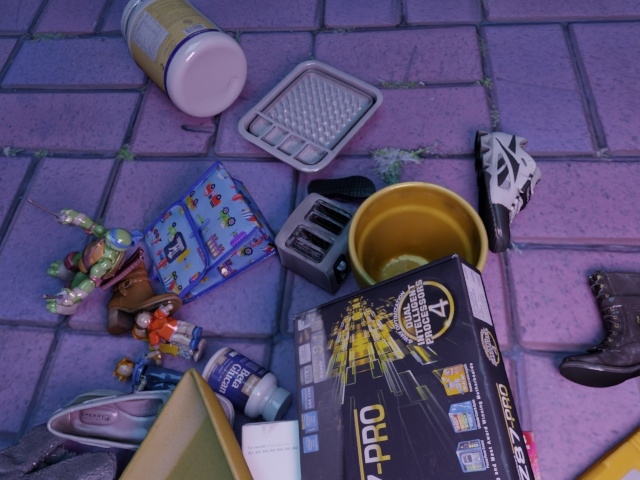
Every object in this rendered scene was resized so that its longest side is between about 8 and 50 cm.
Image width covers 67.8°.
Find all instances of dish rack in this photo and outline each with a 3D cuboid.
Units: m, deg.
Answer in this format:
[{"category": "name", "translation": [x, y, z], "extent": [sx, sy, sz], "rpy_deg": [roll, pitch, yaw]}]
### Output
[{"category": "dish rack", "translation": [-0.023, -0.325, 1.280], "extent": [0.285, 0.072, 0.333], "rpy_deg": [32, 69, 21]}]

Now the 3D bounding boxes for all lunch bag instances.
[{"category": "lunch bag", "translation": [-0.277, 0.001, 1.115], "extent": [0.293, 0.138, 0.221], "rpy_deg": [-36, 64, 4]}]

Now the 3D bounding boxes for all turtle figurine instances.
[{"category": "turtle figurine", "translation": [-0.544, 0.043, 1.011], "extent": [0.198, 0.266, 0.274], "rpy_deg": [54, 36, 3]}]

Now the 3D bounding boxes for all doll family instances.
[{"category": "doll family", "translation": [-0.341, 0.256, 0.988], "extent": [0.163, 0.118, 0.263], "rpy_deg": [16, 85, 7]}]

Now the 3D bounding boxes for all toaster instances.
[{"category": "toaster", "translation": [0.000, 0.000, 1.079], "extent": [0.185, 0.110, 0.168], "rpy_deg": [29, 67, 20]}]

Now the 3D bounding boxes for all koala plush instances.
[{"category": "koala plush", "translation": [-0.507, 0.483, 0.836], "extent": [0.196, 0.203, 0.221], "rpy_deg": [20, 103, 18]}]

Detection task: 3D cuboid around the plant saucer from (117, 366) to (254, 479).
[{"category": "plant saucer", "translation": [-0.199, 0.429, 0.727], "extent": [0.333, 0.081, 0.333], "rpy_deg": [-57, 42, 12]}]

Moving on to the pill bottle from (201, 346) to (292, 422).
[{"category": "pill bottle", "translation": [-0.144, 0.290, 0.944], "extent": [0.169, 0.094, 0.094], "rpy_deg": [26, 67, 18]}]

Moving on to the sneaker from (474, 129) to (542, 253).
[{"category": "sneaker", "translation": [0.439, -0.123, 1.093], "extent": [0.146, 0.122, 0.331], "rpy_deg": [3, 62, 9]}]

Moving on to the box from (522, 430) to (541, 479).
[{"category": "box", "translation": [0.249, 0.378, 0.764], "extent": [0.128, 0.257, 0.123], "rpy_deg": [0, 63, 6]}]

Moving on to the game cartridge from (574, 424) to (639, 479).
[{"category": "game cartridge", "translation": [0.549, 0.509, 0.780], "extent": [0.323, 0.053, 0.285], "rpy_deg": [-33, 63, -11]}]

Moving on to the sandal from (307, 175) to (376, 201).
[{"category": "sandal", "translation": [0.055, -0.125, 1.187], "extent": [0.179, 0.040, 0.067], "rpy_deg": [3, 55, 24]}]

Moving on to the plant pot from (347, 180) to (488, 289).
[{"category": "plant pot", "translation": [0.183, 0.050, 0.959], "extent": [0.254, 0.239, 0.254], "rpy_deg": [-2, 62, 4]}]

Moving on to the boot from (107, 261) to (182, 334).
[{"category": "boot", "translation": [-0.396, 0.110, 1.062], "extent": [0.197, 0.073, 0.152], "rpy_deg": [-20, 53, 13]}]

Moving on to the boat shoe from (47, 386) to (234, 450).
[{"category": "boat shoe", "translation": [-0.320, 0.330, 0.868], "extent": [0.320, 0.103, 0.118], "rpy_deg": [4, 86, 4]}]

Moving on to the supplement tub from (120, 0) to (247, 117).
[{"category": "supplement tub", "translation": [-0.387, -0.529, 1.331], "extent": [0.241, 0.241, 0.331], "rpy_deg": [-37, 64, -14]}]

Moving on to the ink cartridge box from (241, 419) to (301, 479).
[{"category": "ink cartridge box", "translation": [-0.055, 0.453, 0.787], "extent": [0.114, 0.198, 0.273], "rpy_deg": [-6, 61, 2]}]

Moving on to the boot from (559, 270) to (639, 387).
[{"category": "boot", "translation": [0.584, 0.166, 0.953], "extent": [0.262, 0.091, 0.229], "rpy_deg": [-2, 56, 0]}]

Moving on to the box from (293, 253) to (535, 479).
[{"category": "box", "translation": [0.113, 0.254, 0.684], "extent": [0.318, 0.097, 0.395], "rpy_deg": [-26, 54, 33]}]
